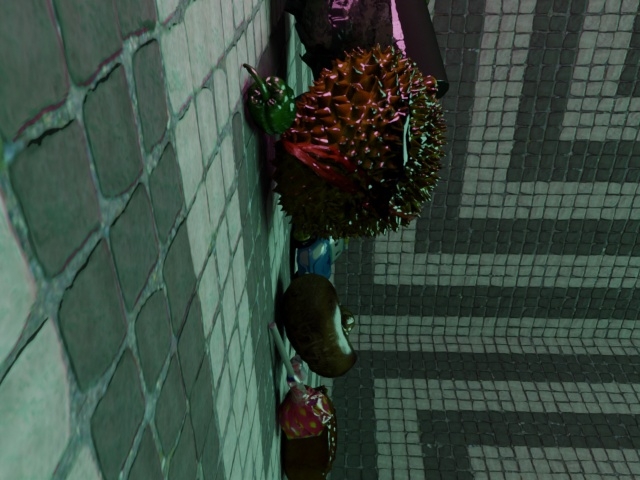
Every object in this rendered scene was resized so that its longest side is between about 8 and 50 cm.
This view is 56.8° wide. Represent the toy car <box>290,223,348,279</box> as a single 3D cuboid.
[{"bbox_3d":[0.000,0.000,1.727,0.314,0.165,0.198,-86,172,-48],"label":"toy car"}]

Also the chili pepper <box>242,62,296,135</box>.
[{"bbox_3d":[-0.076,-0.221,0.958,0.257,0.074,0.100,-104,-169,-81],"label":"chili pepper"}]

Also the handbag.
[{"bbox_3d":[0.032,-0.469,1.425,0.238,0.089,0.327,16,54,-50],"label":"handbag"}]

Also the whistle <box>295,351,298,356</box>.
[{"bbox_3d":[-0.047,0.261,1.724,0.114,0.077,0.236,-59,-173,28],"label":"whistle"}]

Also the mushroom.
[{"bbox_3d":[-0.005,0.195,1.365,0.253,0.153,0.253,160,-90,-79],"label":"mushroom"}]

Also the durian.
[{"bbox_3d":[0.074,-0.168,1.133,0.347,0.384,0.348,43,16,-16],"label":"durian"}]

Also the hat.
[{"bbox_3d":[0.035,-0.436,1.180,0.265,0.128,0.266,46,-35,47],"label":"hat"}]

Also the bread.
[{"bbox_3d":[-0.024,0.496,1.505,0.232,0.135,0.247,72,18,-83],"label":"bread"}]

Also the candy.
[{"bbox_3d":[-0.061,0.301,1.276,0.124,0.124,0.366,-87,165,-49],"label":"candy"}]

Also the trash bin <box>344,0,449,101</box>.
[{"bbox_3d":[0.156,-0.462,1.320,0.214,0.214,0.334,72,-1,-82],"label":"trash bin"}]

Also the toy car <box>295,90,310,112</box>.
[{"bbox_3d":[-0.007,-0.248,1.449,0.212,0.180,0.271,69,20,-56],"label":"toy car"}]
